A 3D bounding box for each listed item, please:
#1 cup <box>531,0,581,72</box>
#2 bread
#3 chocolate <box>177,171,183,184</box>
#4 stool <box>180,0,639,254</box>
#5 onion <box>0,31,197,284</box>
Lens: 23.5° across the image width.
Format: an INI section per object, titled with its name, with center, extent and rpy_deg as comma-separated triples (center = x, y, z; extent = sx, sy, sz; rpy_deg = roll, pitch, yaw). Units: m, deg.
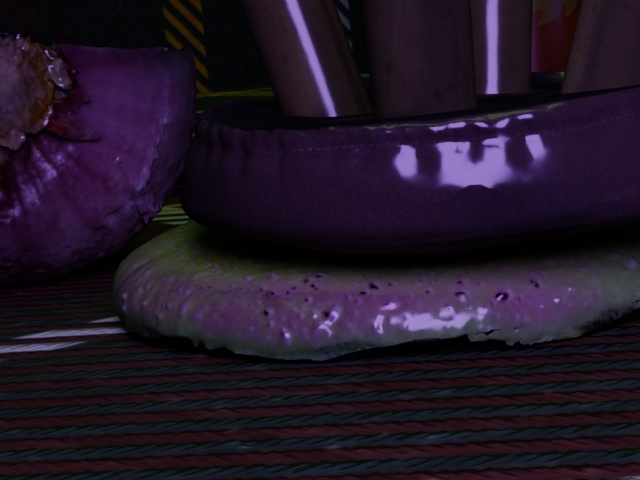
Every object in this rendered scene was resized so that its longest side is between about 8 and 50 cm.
[cup]
center = 0.181, -0.231, 1.427
extent = 0.203, 0.289, 0.203
rpy_deg = -4, 8, 1
[bread]
center = 0.047, 0.007, 0.764
extent = 0.301, 0.045, 0.301
rpy_deg = -5, 11, 1
[chocolate]
center = -0.083, -0.056, 1.294
extent = 0.182, 0.028, 0.086
rpy_deg = -2, 2, 10
[stool]
center = 0.064, -0.100, 0.725
extent = 0.272, 0.179, 0.272
rpy_deg = -4, 9, 1
[onion]
center = -0.232, -0.059, 0.962
extent = 0.267, 0.159, 0.348
rpy_deg = 4, 6, -22
